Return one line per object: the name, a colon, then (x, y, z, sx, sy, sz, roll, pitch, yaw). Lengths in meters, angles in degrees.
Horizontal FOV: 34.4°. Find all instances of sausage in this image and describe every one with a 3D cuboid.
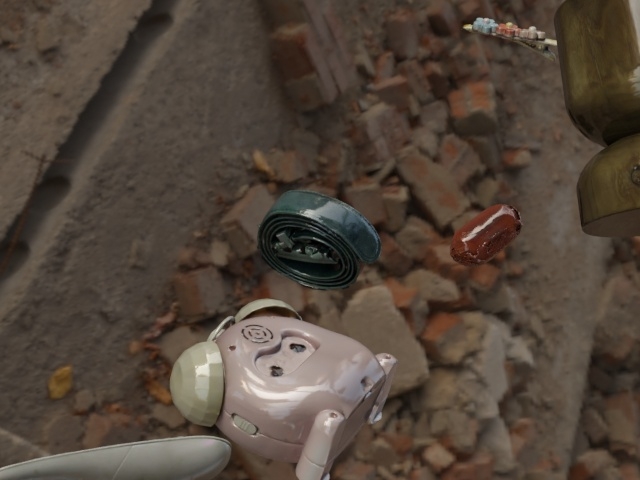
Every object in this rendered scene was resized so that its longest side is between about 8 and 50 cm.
sausage: (0.277, -0.008, 1.725, 0.141, 0.076, 0.076, -39, 109, -21)

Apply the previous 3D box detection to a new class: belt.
belt: (0.000, 0.000, 2.180, 0.206, 0.268, 0.116, 89, 24, -43)

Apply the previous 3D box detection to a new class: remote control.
remote control: (-0.182, 0.209, 0.905, 0.229, 0.073, 0.044, -2, 60, -33)

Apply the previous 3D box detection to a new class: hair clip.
hair clip: (0.403, -0.434, 2.165, 0.062, 0.214, 0.056, -48, 157, -58)

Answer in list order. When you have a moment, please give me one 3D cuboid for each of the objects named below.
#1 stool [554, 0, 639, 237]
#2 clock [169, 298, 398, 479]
stool: (0.371, -0.150, 1.178, 0.179, 0.179, 0.264, 9, 71, -47)
clock: (-0.067, 0.250, 1.836, 0.342, 0.326, 0.184, -29, 138, -60)
